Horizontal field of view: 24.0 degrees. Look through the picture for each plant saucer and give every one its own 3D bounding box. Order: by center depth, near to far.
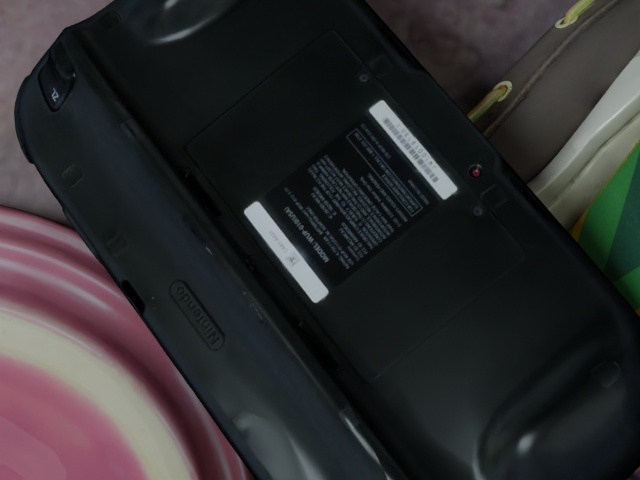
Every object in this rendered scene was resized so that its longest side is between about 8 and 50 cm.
[{"bbox_3d":[-0.178,0.146,0.676,0.332,0.084,0.332,0,92,-15],"label":"plant saucer"}]

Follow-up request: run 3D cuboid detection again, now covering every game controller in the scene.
[{"bbox_3d":[0.000,0.000,0.650,0.166,0.067,0.319,-35,69,-7],"label":"game controller"}]

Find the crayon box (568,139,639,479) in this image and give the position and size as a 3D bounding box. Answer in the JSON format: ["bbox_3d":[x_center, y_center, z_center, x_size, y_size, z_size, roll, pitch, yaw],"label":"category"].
[{"bbox_3d":[0.171,0.090,0.706,0.203,0.083,0.323,35,94,-34],"label":"crayon box"}]

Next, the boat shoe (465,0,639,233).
[{"bbox_3d":[0.092,-0.011,0.730,0.324,0.097,0.116,-45,124,-2],"label":"boat shoe"}]
